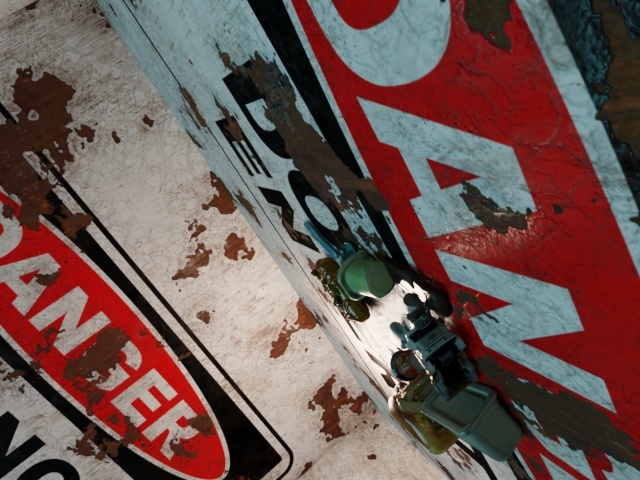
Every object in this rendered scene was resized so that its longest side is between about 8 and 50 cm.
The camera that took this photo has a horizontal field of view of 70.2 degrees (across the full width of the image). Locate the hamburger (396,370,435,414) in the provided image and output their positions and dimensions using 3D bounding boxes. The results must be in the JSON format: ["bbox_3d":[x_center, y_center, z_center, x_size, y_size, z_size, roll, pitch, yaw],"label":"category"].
[{"bbox_3d":[0.393,0.604,1.765,0.135,0.208,0.155,53,162,12],"label":"hamburger"}]

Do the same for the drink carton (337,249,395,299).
[{"bbox_3d":[0.157,0.122,1.482,0.146,0.144,0.142,56,160,-17],"label":"drink carton"}]

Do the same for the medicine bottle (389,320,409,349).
[{"bbox_3d":[0.311,0.385,1.801,0.090,0.054,0.208,42,164,26],"label":"medicine bottle"}]

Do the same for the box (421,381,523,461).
[{"bbox_3d":[0.492,0.576,1.477,0.182,0.175,0.312,45,167,-5],"label":"box"}]

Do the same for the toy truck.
[{"bbox_3d":[0.345,0.335,1.375,0.184,0.133,0.338,48,174,48],"label":"toy truck"}]

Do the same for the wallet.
[{"bbox_3d":[0.272,0.127,1.305,0.230,0.042,0.124,40,167,49],"label":"wallet"}]

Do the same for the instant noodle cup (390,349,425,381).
[{"bbox_3d":[0.349,0.464,1.733,0.127,0.127,0.135,50,149,8],"label":"instant noodle cup"}]

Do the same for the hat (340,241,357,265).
[{"bbox_3d":[0.111,0.097,1.653,0.138,0.078,0.191,57,173,50],"label":"hat"}]

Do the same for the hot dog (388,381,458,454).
[{"bbox_3d":[0.441,0.773,2.075,0.223,0.185,0.405,55,166,-18],"label":"hot dog"}]

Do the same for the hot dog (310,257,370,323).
[{"bbox_3d":[0.084,0.231,2.027,0.349,0.117,0.158,55,166,-7],"label":"hot dog"}]

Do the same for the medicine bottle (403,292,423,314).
[{"bbox_3d":[0.291,0.208,1.410,0.058,0.058,0.091,39,161,44],"label":"medicine bottle"}]

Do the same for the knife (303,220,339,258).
[{"bbox_3d":[0.000,0.000,1.900,0.222,0.031,0.064,46,161,24],"label":"knife"}]
